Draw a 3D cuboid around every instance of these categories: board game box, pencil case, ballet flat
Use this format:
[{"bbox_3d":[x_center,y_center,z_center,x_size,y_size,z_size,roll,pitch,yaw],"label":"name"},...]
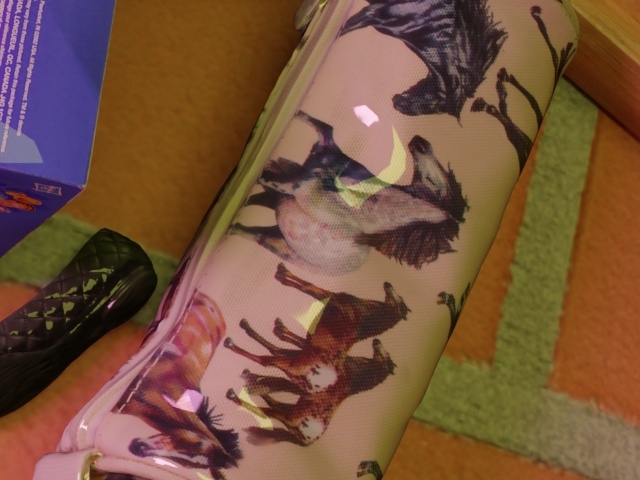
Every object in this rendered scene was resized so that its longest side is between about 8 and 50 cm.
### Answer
[{"bbox_3d":[-0.167,-0.172,0.740,0.078,0.233,0.347,13,73,-24],"label":"board game box"},{"bbox_3d":[0.000,0.000,0.809,0.183,0.160,0.410,36,66,-21],"label":"pencil case"},{"bbox_3d":[-0.168,0.054,0.795,0.049,0.057,0.173,37,56,26],"label":"ballet flat"}]

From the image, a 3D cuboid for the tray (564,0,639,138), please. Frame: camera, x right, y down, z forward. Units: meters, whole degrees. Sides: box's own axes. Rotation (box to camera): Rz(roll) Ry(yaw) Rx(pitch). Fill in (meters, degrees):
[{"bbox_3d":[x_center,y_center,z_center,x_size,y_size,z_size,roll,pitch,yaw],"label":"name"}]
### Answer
[{"bbox_3d":[0.282,-0.163,1.017,0.411,0.076,0.203,39,66,-11],"label":"tray"}]
